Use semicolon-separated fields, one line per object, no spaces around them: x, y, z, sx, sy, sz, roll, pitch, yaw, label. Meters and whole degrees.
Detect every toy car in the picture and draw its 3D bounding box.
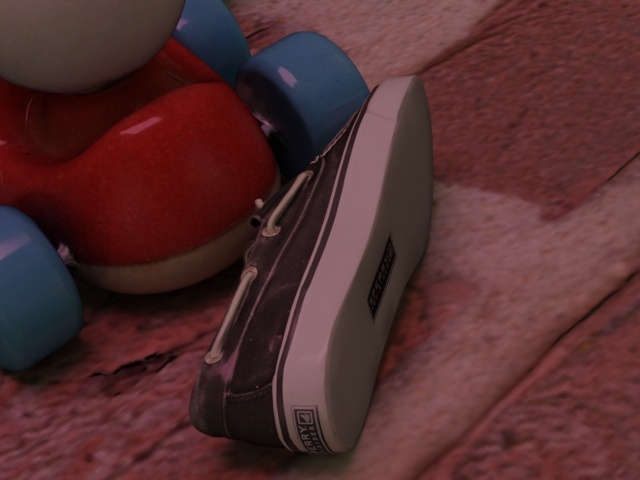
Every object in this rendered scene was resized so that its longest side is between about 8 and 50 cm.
-0.124;-0.107;0.739;0.219;0.238;0.210;-32;39;-24;toy car

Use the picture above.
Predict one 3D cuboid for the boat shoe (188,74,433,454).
0.000;0.000;0.686;0.070;0.077;0.219;1;40;19;boat shoe
